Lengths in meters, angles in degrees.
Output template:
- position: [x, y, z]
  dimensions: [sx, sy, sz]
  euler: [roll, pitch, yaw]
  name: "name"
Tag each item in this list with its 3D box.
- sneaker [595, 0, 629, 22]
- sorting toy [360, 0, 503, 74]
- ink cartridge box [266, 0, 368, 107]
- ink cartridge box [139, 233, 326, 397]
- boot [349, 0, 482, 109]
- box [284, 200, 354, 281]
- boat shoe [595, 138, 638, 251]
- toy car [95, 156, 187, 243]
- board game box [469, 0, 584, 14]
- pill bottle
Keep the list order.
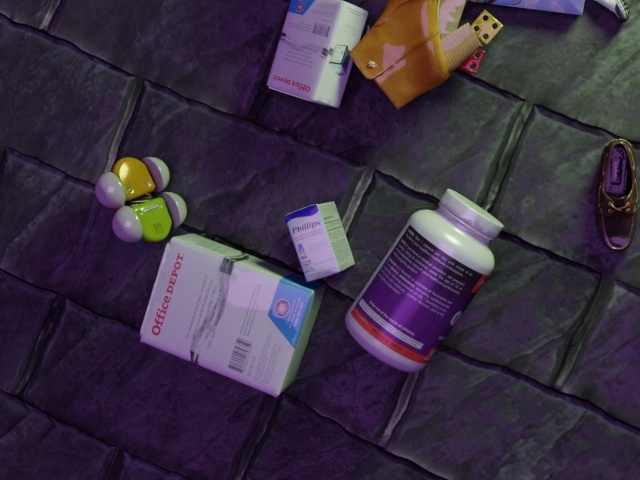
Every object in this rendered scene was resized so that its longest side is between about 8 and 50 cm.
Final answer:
- position: [0.518, -0.437, 1.668]
  dimensions: [0.043, 0.040, 0.109]
  euler: [-34, 83, 30]
  name: "sneaker"
- position: [0.202, -0.406, 1.738]
  dimensions: [0.274, 0.046, 0.132]
  euler: [20, 99, 12]
  name: "sorting toy"
- position: [-0.008, -0.362, 1.749]
  dimensions: [0.139, 0.082, 0.191]
  euler: [25, 103, 41]
  name: "ink cartridge box"
- position: [-0.173, 0.142, 1.835]
  dimensions: [0.307, 0.129, 0.223]
  euler: [20, 100, 11]
  name: "ink cartridge box"
- position: [0.135, -0.406, 1.677]
  dimensions: [0.211, 0.104, 0.295]
  euler: [-32, 91, 14]
  name: "boot"
- position: [0.000, 0.000, 1.783]
  dimensions: [0.072, 0.126, 0.137]
  euler: [-18, 90, 16]
  name: "box"
- position: [0.536, -0.080, 1.673]
  dimensions: [0.073, 0.073, 0.207]
  euler: [-3, 95, 13]
  name: "boat shoe"
- position: [-0.376, -0.072, 1.872]
  dimensions: [0.136, 0.159, 0.182]
  euler: [-29, 88, 49]
  name: "toy car"
- position: [0.376, -0.495, 1.651]
  dimensions: [0.211, 0.039, 0.160]
  euler: [10, 132, 12]
  name: "board game box"
- position: [0.197, 0.072, 1.712]
  dimensions: [0.181, 0.181, 0.323]
  euler: [35, 102, 8]
  name: "pill bottle"
